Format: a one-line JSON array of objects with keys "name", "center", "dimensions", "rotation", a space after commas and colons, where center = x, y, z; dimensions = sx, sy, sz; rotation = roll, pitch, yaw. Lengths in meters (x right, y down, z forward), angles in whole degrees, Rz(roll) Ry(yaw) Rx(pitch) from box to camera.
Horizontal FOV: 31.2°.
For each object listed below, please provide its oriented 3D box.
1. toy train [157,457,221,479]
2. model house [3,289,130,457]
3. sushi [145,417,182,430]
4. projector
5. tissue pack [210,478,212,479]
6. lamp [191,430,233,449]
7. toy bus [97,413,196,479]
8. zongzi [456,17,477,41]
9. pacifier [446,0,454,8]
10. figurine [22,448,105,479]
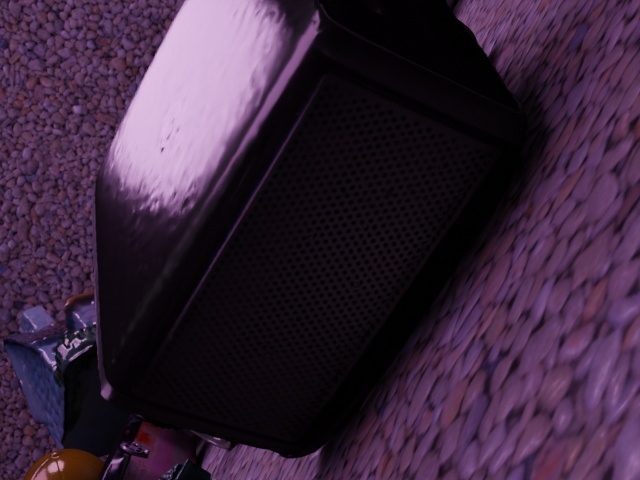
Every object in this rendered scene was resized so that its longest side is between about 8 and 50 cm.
[{"name": "toy train", "center": [-0.164, 0.326, 1.388], "dimensions": [0.172, 0.099, 0.070], "rotation": [-53, 7, 52]}, {"name": "model house", "center": [-0.420, 0.201, 2.292], "dimensions": [0.360, 0.339, 0.297], "rotation": [-17, -53, -32]}, {"name": "sushi", "center": [-0.237, 0.196, 2.007], "dimensions": [0.218, 0.238, 0.225], "rotation": [-49, 8, 15]}, {"name": "projector", "center": [-0.033, -0.073, 1.086], "dimensions": [0.405, 0.242, 0.395], "rotation": [-58, 26, 24]}, {"name": "tissue pack", "center": [-0.171, 0.341, 1.550], "dimensions": [0.042, 0.062, 0.083], "rotation": [-57, 7, 1]}, {"name": "lamp", "center": [-0.129, 0.181, 1.721], "dimensions": [0.227, 0.147, 0.172], "rotation": [-54, -20, -22]}, {"name": "toy bus", "center": [-0.291, 0.388, 1.926], "dimensions": [0.302, 0.147, 0.127], "rotation": [-114, 46, -81]}, {"name": "zongzi", "center": [0.136, -0.183, 1.251], "dimensions": [0.228, 0.115, 0.256], "rotation": [-59, 12, -22]}, {"name": "pacifier", "center": [0.139, -0.496, 2.072], "dimensions": [0.299, 0.233, 0.244], "rotation": [-56, 10, 46]}, {"name": "figurine", "center": [-0.411, 0.481, 2.014], "dimensions": [0.167, 0.257, 0.192], "rotation": [-41, 11, -2]}]
